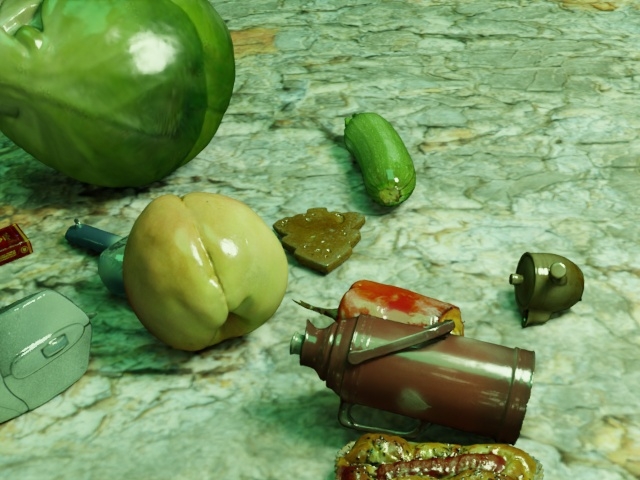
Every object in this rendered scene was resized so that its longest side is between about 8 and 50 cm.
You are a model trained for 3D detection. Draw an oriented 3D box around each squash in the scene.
[{"bbox_3d":[0.080,-0.114,1.381,0.077,0.068,0.219,-12,35,-8],"label":"squash"}]

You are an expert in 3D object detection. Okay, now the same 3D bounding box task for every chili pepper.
[{"bbox_3d":[0.054,0.087,1.093,0.192,0.084,0.086,13,11,20],"label":"chili pepper"}]

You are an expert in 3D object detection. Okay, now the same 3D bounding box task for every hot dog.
[{"bbox_3d":[0.106,0.219,0.924,0.191,0.059,0.108,1,30,13],"label":"hot dog"}]

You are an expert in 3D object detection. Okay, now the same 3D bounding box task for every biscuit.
[{"bbox_3d":[0.000,0.000,1.273,0.119,0.019,0.130,-5,35,0],"label":"biscuit"}]

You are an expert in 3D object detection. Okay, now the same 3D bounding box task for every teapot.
[{"bbox_3d":[0.252,0.052,1.110,0.080,0.110,0.085,5,78,-9],"label":"teapot"}]

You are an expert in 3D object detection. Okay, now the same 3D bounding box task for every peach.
[{"bbox_3d":[-0.131,0.030,1.121,0.184,0.184,0.184,-3,35,2],"label":"peach"}]

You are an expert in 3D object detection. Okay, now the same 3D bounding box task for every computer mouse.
[{"bbox_3d":[-0.331,0.132,1.056,0.229,0.113,0.068,-26,25,-21],"label":"computer mouse"}]

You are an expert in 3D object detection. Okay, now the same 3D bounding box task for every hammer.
[{"bbox_3d":[-0.258,0.008,1.265,0.194,0.069,0.116,16,40,40],"label":"hammer"}]

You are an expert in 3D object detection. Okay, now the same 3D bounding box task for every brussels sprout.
[{"bbox_3d":[-0.289,-0.221,1.377,0.355,0.289,0.281,6,27,-32],"label":"brussels sprout"}]

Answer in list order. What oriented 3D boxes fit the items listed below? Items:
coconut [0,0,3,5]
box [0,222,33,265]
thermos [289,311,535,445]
[{"bbox_3d":[-0.399,-0.422,1.611,0.405,0.404,0.404,-3,35,2],"label":"coconut"},{"bbox_3d":[-0.418,0.011,1.306,0.082,0.023,0.051,-24,41,-25],"label":"box"},{"bbox_3d":[0.082,0.130,0.986,0.232,0.124,0.099,12,-3,6],"label":"thermos"}]
